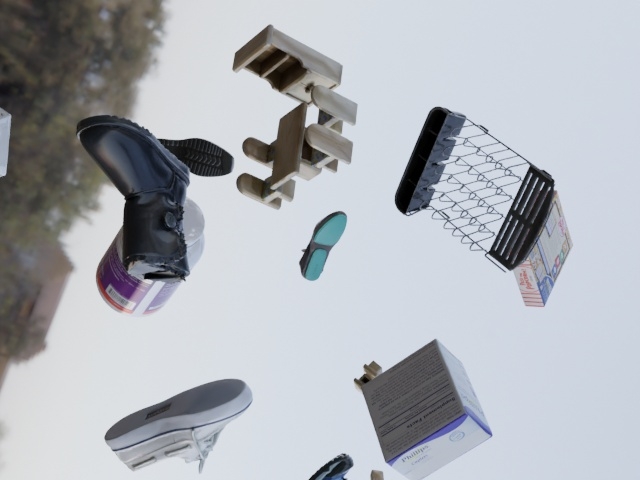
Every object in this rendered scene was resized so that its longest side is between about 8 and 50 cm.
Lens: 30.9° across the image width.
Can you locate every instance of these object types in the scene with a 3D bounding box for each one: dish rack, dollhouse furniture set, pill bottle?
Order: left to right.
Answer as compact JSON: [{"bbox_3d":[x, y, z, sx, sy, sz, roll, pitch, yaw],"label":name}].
[{"bbox_3d":[-0.369,0.028,2.548,0.323,0.181,0.181,-47,-154,49],"label":"pill bottle"},{"bbox_3d":[-0.065,-0.211,1.945,0.212,0.161,0.242,-29,-135,47],"label":"dollhouse furniture set"},{"bbox_3d":[0.108,0.286,2.154,0.101,0.161,0.182,-43,151,-19],"label":"dollhouse furniture set"},{"bbox_3d":[0.265,-0.081,1.962,0.271,0.074,0.208,42,-56,35],"label":"dish rack"}]

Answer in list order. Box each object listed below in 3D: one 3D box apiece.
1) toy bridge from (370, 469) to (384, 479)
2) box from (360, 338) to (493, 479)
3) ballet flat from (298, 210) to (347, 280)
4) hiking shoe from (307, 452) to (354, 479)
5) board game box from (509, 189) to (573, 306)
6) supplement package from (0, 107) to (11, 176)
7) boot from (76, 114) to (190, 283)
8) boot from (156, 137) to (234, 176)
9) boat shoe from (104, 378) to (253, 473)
[{"bbox_3d":[0.087,0.543,2.282,0.063,0.026,0.188,-93,-161,-60],"label":"toy bridge"},{"bbox_3d":[0.136,0.221,1.503,0.126,0.072,0.137,-35,-140,15],"label":"box"},{"bbox_3d":[0.000,0.000,2.703,0.074,0.074,0.203,-98,-152,-57],"label":"ballet flat"},{"bbox_3d":[0.002,0.643,2.764,0.304,0.132,0.113,-54,167,13],"label":"hiking shoe"},{"bbox_3d":[0.441,0.015,2.306,0.045,0.147,0.193,1,-140,34],"label":"board game box"},{"bbox_3d":[-0.731,-0.197,2.186,0.194,0.203,0.149,-33,149,-47],"label":"supplement package"},{"bbox_3d":[-0.285,-0.058,1.799,0.094,0.246,0.207,-18,-122,25],"label":"boot"},{"bbox_3d":[-0.256,-0.179,2.401,0.137,0.198,0.077,-14,118,-75],"label":"boot"},{"bbox_3d":[-0.275,0.415,2.437,0.367,0.156,0.136,-23,-162,22],"label":"boat shoe"}]
